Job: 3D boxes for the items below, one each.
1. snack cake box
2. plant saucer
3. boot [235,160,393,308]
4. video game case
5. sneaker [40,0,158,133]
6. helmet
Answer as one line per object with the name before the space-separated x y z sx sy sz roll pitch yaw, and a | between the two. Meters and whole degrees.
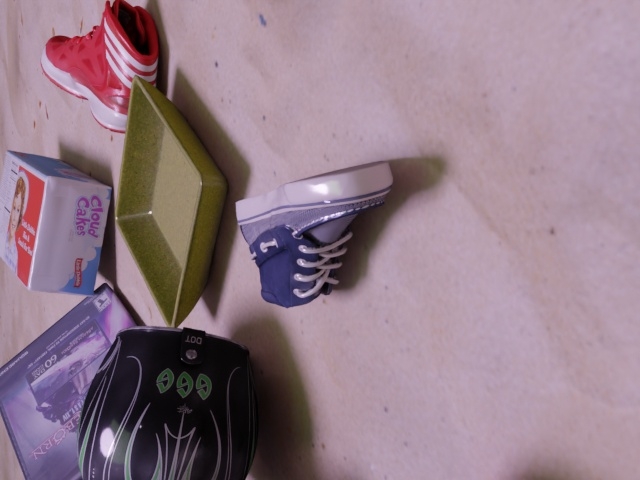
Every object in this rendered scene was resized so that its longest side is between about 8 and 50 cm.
snack cake box | -0.387 -0.032 1.117 0.264 0.089 0.152 24 102 55
plant saucer | -0.148 -0.039 0.790 0.188 0.045 0.189 53 138 39
boot | 0.000 0.000 0.547 0.190 0.069 0.086 -9 95 67
video game case | -0.288 0.178 0.951 0.274 0.196 0.026 37 164 50
sneaker | -0.237 -0.217 0.884 0.221 0.087 0.128 38 120 34
helmet | -0.131 0.166 0.684 0.169 0.169 0.162 -27 52 57
